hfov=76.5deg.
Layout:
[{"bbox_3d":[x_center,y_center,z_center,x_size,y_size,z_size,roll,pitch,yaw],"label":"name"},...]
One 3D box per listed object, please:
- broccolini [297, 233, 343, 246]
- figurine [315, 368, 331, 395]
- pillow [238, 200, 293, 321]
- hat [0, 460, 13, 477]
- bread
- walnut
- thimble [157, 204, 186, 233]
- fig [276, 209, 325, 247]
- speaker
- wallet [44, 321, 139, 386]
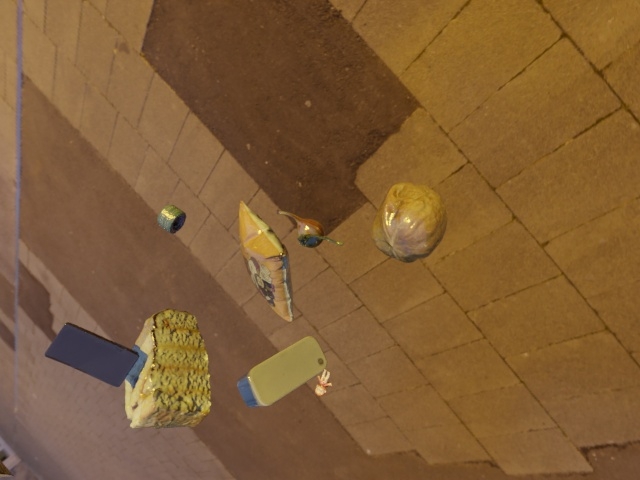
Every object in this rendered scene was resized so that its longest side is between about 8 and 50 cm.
[{"bbox_3d":[-0.001,-0.006,1.670,0.194,0.052,0.054,2,145,-9],"label":"broccolini"},{"bbox_3d":[0.014,0.554,1.582,0.064,0.047,0.109,25,105,27],"label":"figurine"},{"bbox_3d":[-0.176,0.069,1.304,0.312,0.119,0.310,49,154,41],"label":"pillow"},{"bbox_3d":[-0.906,0.601,1.101,0.145,0.067,0.146,-2,146,-2],"label":"hat"},{"bbox_3d":[-0.564,0.474,1.453,0.264,0.239,0.396,-39,51,26],"label":"bread"},{"bbox_3d":[0.292,-0.064,1.321,0.227,0.283,0.283,-5,115,42],"label":"walnut"},{"bbox_3d":[-0.727,-0.105,1.989,0.090,0.118,0.135,34,148,7],"label":"thimble"},{"bbox_3d":[-0.083,-0.067,1.742,0.236,0.124,0.124,40,136,-14],"label":"fig"},{"bbox_3d":[-0.179,0.617,1.896,0.184,0.406,0.183,-39,76,47],"label":"speaker"},{"bbox_3d":[-0.713,0.361,1.277,0.244,0.124,0.025,34,175,-21],"label":"wallet"}]
